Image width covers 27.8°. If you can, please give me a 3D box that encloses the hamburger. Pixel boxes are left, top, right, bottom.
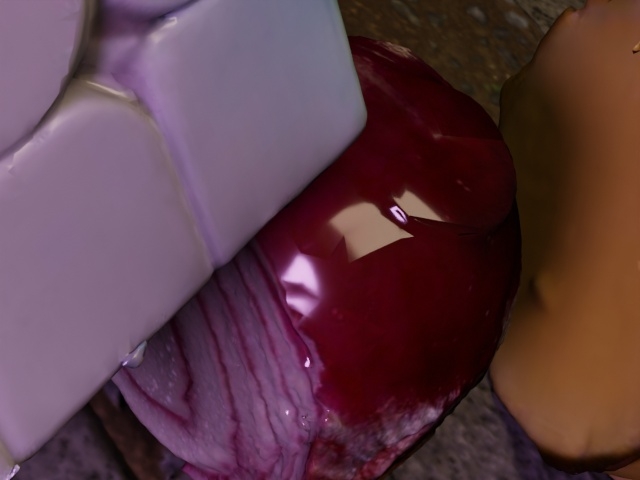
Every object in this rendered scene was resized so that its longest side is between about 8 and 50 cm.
[{"bbox_3d":[0.238,0.002,0.723,0.237,0.276,0.276,7,51,-23],"label":"hamburger"}]

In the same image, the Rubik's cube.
[{"bbox_3d":[-0.203,-0.095,0.413,0.292,0.290,0.291,18,51,36],"label":"Rubik's cube"}]

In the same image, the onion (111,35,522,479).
[{"bbox_3d":[0.004,-0.003,0.623,0.207,0.206,0.216,-29,72,-42],"label":"onion"}]
